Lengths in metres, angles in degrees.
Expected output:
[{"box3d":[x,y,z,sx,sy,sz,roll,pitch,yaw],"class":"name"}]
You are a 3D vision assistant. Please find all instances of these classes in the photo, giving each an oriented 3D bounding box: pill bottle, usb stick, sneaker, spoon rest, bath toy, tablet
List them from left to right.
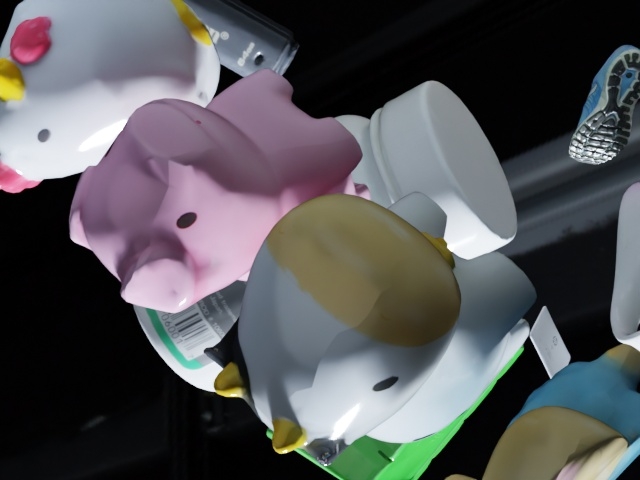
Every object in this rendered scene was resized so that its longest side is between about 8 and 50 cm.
[{"box3d":[-0.158,-0.264,1.110,0.077,0.278,0.045,-57,-166,22],"class":"usb stick"},{"box3d":[-0.034,-0.002,0.412,0.129,0.151,0.348,-44,-119,-9],"class":"bath toy"},{"box3d":[0.000,0.000,1.001,0.361,0.204,0.204,-27,-124,25],"class":"pill bottle"},{"box3d":[0.274,0.125,1.174,0.006,0.083,0.054,-8,-148,40],"class":"tablet"},{"box3d":[0.356,-0.167,1.216,0.073,0.063,0.162,-79,-171,-57],"class":"sneaker"},{"box3d":[0.410,0.035,1.216,0.084,0.137,0.276,-38,-161,48],"class":"spoon rest"}]

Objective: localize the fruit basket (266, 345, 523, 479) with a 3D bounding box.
[{"box3d":[0.057,0.146,1.483,0.392,0.283,0.392,-6,-103,28],"class":"fruit basket"}]
